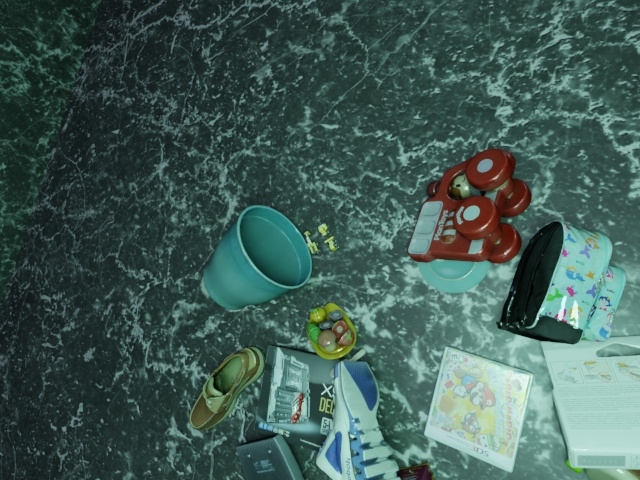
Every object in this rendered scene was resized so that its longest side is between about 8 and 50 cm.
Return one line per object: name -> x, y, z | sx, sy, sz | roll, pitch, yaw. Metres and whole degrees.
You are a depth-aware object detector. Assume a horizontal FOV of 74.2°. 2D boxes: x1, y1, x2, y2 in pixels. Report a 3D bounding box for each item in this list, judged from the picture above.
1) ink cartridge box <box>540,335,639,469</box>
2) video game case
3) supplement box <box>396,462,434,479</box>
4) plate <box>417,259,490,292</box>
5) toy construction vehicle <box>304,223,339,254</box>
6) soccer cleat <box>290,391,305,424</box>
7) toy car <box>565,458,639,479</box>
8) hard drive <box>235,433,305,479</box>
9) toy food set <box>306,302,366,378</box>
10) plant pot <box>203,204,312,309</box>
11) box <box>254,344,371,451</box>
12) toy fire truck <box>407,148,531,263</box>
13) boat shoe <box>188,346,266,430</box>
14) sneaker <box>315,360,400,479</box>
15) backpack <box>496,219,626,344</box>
ink cartridge box -> 0.617, 0.306, 0.826 | 0.296, 0.066, 0.261 | -9, 30, 20
video game case -> 0.375, 0.395, 1.013 | 0.206, 0.026, 0.227 | 13, 84, 29
supplement box -> 0.211, 0.598, 0.949 | 0.080, 0.188, 0.104 | -24, 79, 20
plate -> 0.346, 0.044, 1.113 | 0.188, 0.024, 0.188 | -6, 76, 26
toy construction vehicle -> 0.000, 0.000, 1.298 | 0.085, 0.035, 0.098 | -30, 66, 19
soccer cleat -> -0.067, 0.452, 1.144 | 0.035, 0.029, 0.083 | 5, 77, 38
toy car -> 0.617, 0.410, 0.846 | 0.155, 0.149, 0.188 | 27, 66, 37
hard drive -> -0.118, 0.659, 1.151 | 0.172, 0.054, 0.255 | -28, 83, 30
toy food set -> 0.028, 0.249, 1.162 | 0.128, 0.071, 0.218 | -30, 42, -5
plant pot -> -0.210, 0.075, 1.275 | 0.255, 0.271, 0.272 | -35, 64, 32
box -> -0.023, 0.440, 1.183 | 0.307, 0.076, 0.243 | 5, 80, 29
toy fire truck -> 0.359, -0.084, 1.058 | 0.253, 0.169, 0.302 | 2, 66, 47
boat shoe -> -0.309, 0.451, 1.305 | 0.122, 0.120, 0.324 | 43, 99, 29
sneaker -> 0.057, 0.459, 1.007 | 0.182, 0.127, 0.316 | -40, 47, 34
backpack -> 0.513, 0.091, 0.904 | 0.191, 0.225, 0.254 | 15, 80, 7
